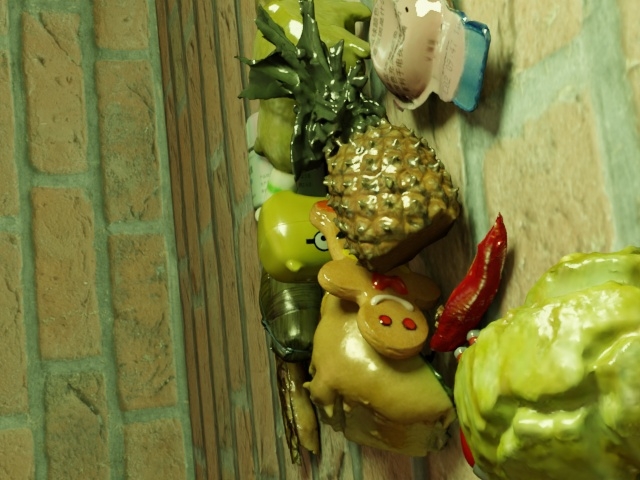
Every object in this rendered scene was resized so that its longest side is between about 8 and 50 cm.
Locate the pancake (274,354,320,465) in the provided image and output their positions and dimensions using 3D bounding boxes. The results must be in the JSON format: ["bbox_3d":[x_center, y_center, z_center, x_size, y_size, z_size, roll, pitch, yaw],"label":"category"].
[{"bbox_3d":[-0.047,0.308,1.589,0.212,0.056,0.257,-128,31,-70],"label":"pancake"}]

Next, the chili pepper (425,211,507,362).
[{"bbox_3d":[0.166,0.071,0.939,0.050,0.059,0.268,36,136,16],"label":"chili pepper"}]

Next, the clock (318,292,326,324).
[{"bbox_3d":[0.055,0.176,1.264,0.244,0.056,0.244,178,90,-72],"label":"clock"}]

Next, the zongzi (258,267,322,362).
[{"bbox_3d":[-0.059,0.156,1.497,0.242,0.112,0.220,104,164,-50],"label":"zongzi"}]

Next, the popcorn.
[{"bbox_3d":[0.203,0.109,0.610,0.221,0.204,0.183,-51,44,43],"label":"popcorn"}]

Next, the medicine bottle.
[{"bbox_3d":[-0.058,-0.135,1.423,0.135,0.135,0.168,153,113,-70],"label":"medicine bottle"}]

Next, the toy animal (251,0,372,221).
[{"bbox_3d":[-0.014,-0.190,1.240,0.362,0.181,0.181,96,167,-44],"label":"toy animal"}]

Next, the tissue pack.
[{"bbox_3d":[0.000,0.000,1.200,0.123,0.178,0.127,117,147,-59],"label":"tissue pack"}]

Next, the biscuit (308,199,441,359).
[{"bbox_3d":[0.074,0.041,1.021,0.250,0.166,0.036,-102,30,-47],"label":"biscuit"}]

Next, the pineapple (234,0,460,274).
[{"bbox_3d":[0.023,-0.135,1.006,0.364,0.166,0.165,56,151,18],"label":"pineapple"}]

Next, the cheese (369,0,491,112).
[{"bbox_3d":[0.122,-0.232,0.963,0.286,0.074,0.188,-127,37,-59],"label":"cheese"}]

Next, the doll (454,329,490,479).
[{"bbox_3d":[0.181,0.191,0.863,0.227,0.075,0.102,-101,28,-50],"label":"doll"}]

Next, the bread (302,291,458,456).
[{"bbox_3d":[0.045,0.175,1.046,0.251,0.133,0.174,52,162,29],"label":"bread"}]

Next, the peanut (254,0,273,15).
[{"bbox_3d":[-0.044,-0.421,1.348,0.129,0.129,0.224,-113,18,-45],"label":"peanut"}]
